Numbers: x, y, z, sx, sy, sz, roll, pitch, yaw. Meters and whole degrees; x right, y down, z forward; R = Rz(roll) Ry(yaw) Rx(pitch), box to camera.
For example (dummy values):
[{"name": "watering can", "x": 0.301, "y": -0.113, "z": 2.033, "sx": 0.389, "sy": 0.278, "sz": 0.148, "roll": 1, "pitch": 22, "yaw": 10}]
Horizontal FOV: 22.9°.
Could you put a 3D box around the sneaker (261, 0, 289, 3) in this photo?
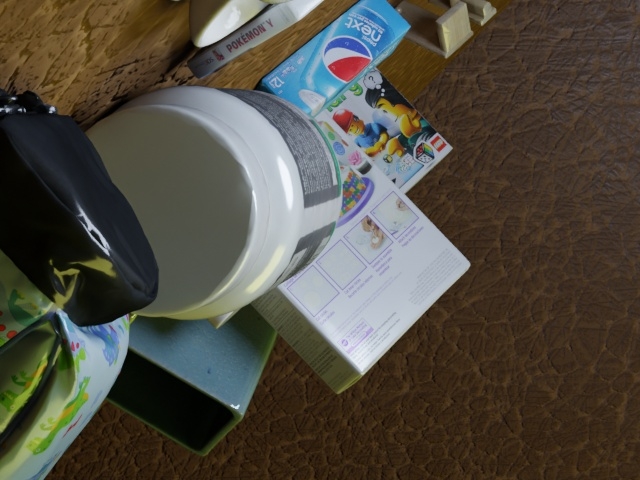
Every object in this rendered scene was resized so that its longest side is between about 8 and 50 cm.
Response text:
[{"name": "sneaker", "x": -0.031, "y": -0.217, "z": 1.005, "sx": 0.126, "sy": 0.091, "sz": 0.240, "roll": -46, "pitch": 175, "yaw": 27}]

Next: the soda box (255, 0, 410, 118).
[{"name": "soda box", "x": 0.010, "y": -0.208, "z": 1.887, "sx": 0.210, "sy": 0.067, "sz": 0.071, "roll": -43, "pitch": 177, "yaw": -30}]

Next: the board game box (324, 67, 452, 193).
[{"name": "board game box", "x": 0.022, "y": -0.106, "z": 2.247, "sx": 0.305, "sy": 0.193, "sz": 0.053, "roll": -43, "pitch": 177, "yaw": -28}]

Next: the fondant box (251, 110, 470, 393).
[{"name": "fondant box", "x": 0.000, "y": 0.000, "z": 2.094, "sx": 0.238, "sy": 0.330, "sz": 0.096, "roll": -42, "pitch": 178, "yaw": -30}]

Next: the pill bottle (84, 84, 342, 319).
[{"name": "pill bottle", "x": -0.103, "y": -0.038, "z": 1.431, "sx": 0.204, "sy": 0.204, "sz": 0.361, "roll": -44, "pitch": 177, "yaw": 10}]

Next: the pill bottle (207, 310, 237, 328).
[{"name": "pill bottle", "x": -0.163, "y": 0.033, "z": 2.014, "sx": 0.087, "sy": 0.160, "sz": 0.087, "roll": -43, "pitch": 177, "yaw": -3}]

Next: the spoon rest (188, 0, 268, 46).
[{"name": "spoon rest", "x": 0.000, "y": -0.239, "z": 1.182, "sx": 0.276, "sy": 0.084, "sz": 0.137, "roll": -46, "pitch": 176, "yaw": 26}]

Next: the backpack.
[{"name": "backpack", "x": -0.270, "y": 0.097, "z": 1.041, "sx": 0.355, "sy": 0.273, "sz": 0.290, "roll": -32, "pitch": -176, "yaw": 0}]

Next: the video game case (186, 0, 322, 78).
[{"name": "video game case", "x": -0.008, "y": -0.225, "z": 1.375, "sx": 0.201, "sy": 0.023, "sz": 0.183, "roll": -45, "pitch": -167, "yaw": -30}]

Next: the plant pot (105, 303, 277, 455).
[{"name": "plant pot", "x": -0.185, "y": 0.114, "z": 2.234, "sx": 0.252, "sy": 0.248, "sz": 0.247, "roll": -60, "pitch": -176, "yaw": -27}]

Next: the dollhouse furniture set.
[{"name": "dollhouse furniture set", "x": 0.158, "y": -0.361, "z": 2.111, "sx": 0.144, "sy": 0.123, "sz": 0.151, "roll": -43, "pitch": 142, "yaw": -23}]

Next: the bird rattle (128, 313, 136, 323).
[{"name": "bird rattle", "x": -0.306, "y": 0.092, "z": 1.666, "sx": 0.207, "sy": 0.143, "sz": 0.253, "roll": -18, "pitch": 168, "yaw": -29}]
